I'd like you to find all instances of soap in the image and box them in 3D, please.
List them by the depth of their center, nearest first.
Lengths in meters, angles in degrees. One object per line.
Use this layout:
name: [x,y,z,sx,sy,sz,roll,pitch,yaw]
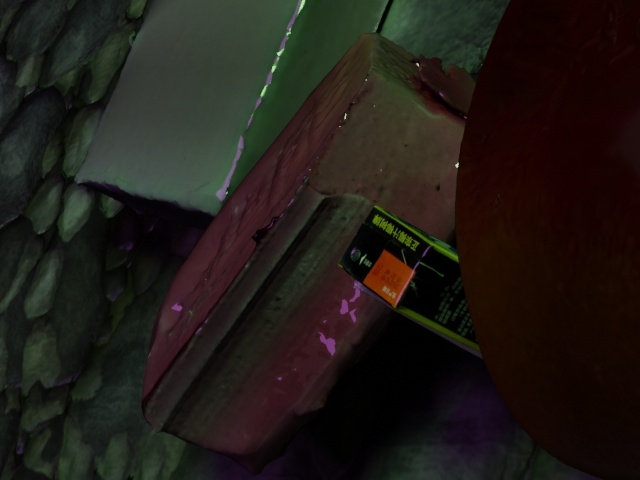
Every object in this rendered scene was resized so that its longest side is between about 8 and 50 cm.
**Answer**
soap: [0.000,0.000,0.890,0.325,0.127,0.220,-51,15,14]
soap: [-0.090,-0.156,1.158,0.285,0.107,0.296,16,82,53]

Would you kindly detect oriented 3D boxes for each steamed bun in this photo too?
steamed bun: [0.218,-0.054,0.622,0.235,0.248,0.379,8,76,53]

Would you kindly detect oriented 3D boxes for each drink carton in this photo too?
drink carton: [0.094,0.040,0.777,0.071,0.166,0.056,33,95,53]
